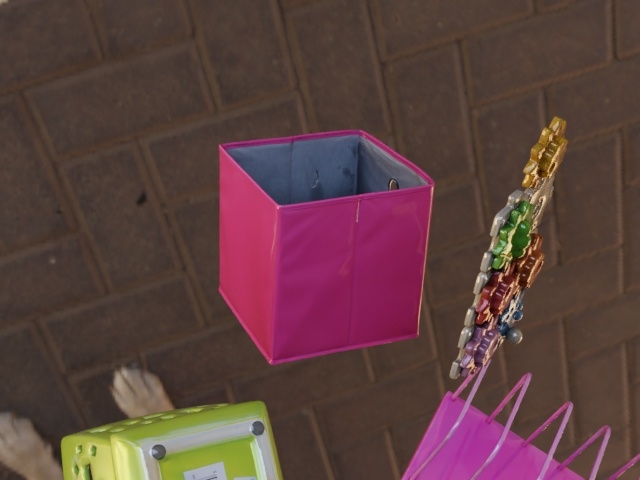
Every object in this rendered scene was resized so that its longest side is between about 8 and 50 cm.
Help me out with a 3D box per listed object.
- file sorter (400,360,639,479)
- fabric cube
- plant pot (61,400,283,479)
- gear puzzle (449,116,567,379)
[{"bbox_3d":[0.307,0.332,1.515,0.290,0.202,0.182,33,136,5],"label":"file sorter"},{"bbox_3d":[0.000,0.000,1.574,0.259,0.254,0.258,-9,117,-23],"label":"fabric cube"},{"bbox_3d":[-0.161,0.312,1.221,0.227,0.228,0.207,-7,169,-30],"label":"plant pot"},{"bbox_3d":[0.242,0.007,1.210,0.175,0.044,0.339,-34,143,-48],"label":"gear puzzle"}]
